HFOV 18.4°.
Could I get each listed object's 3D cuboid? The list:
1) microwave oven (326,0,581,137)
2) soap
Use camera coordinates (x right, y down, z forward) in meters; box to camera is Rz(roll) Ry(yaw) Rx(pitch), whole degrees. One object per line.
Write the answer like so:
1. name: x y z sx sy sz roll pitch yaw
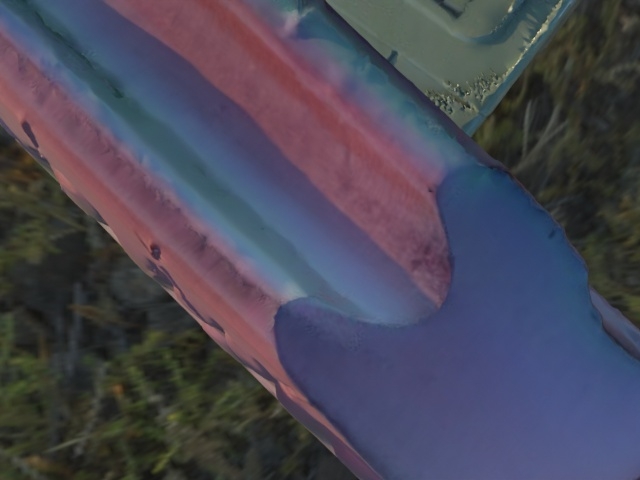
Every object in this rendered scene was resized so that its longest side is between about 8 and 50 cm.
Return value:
1. microwave oven: 0.029 -0.234 0.961 0.295 0.181 0.237 37 115 0
2. soap: 0.000 0.000 0.732 0.324 0.193 0.109 43 84 4
